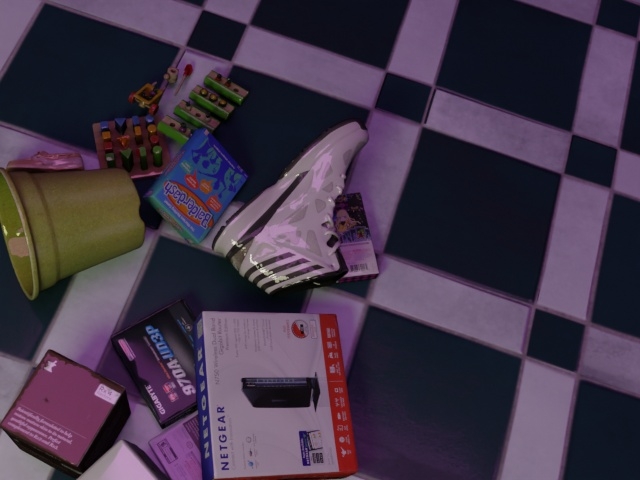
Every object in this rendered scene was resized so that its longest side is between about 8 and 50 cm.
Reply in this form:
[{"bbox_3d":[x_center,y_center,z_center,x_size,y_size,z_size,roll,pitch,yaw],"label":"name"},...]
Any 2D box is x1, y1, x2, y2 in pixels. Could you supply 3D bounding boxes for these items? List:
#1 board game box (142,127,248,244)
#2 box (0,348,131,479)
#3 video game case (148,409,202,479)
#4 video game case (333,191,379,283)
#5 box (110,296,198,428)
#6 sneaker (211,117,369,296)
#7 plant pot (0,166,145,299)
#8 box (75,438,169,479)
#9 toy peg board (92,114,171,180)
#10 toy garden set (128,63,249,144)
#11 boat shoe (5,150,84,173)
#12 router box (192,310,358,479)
[{"bbox_3d":[-0.275,-0.121,1.955,0.160,0.047,0.210,48,61,-30],"label":"board game box"},{"bbox_3d":[-0.479,0.341,1.670,0.168,0.203,0.167,26,65,5],"label":"box"},{"bbox_3d":[-0.224,0.439,1.764,0.173,0.022,0.190,-30,72,-20],"label":"video game case"},{"bbox_3d":[0.000,0.000,1.989,0.232,0.042,0.210,-7,66,-12],"label":"video game case"},{"bbox_3d":[-0.307,0.253,1.819,0.175,0.051,0.220,-28,71,-19],"label":"box"},{"bbox_3d":[0.002,-0.051,1.924,0.257,0.169,0.447,44,73,4],"label":"sneaker"},{"bbox_3d":[-0.515,-0.041,1.831,0.253,0.276,0.276,-15,68,-27],"label":"plant pot"},{"bbox_3d":[-0.292,0.552,1.582,0.168,0.215,0.345,-42,76,-14],"label":"box"},{"bbox_3d":[-0.434,-0.226,2.011,0.161,0.079,0.161,-10,67,-13],"label":"toy peg board"},{"bbox_3d":[-0.310,-0.343,2.064,0.203,0.049,0.244,31,50,4],"label":"toy garden set"},{"bbox_3d":[-0.620,-0.172,1.971,0.170,0.063,0.059,-1,62,-19],"label":"boat shoe"},{"bbox_3d":[-0.095,0.315,1.765,0.301,0.082,0.336,3,64,-24],"label":"router box"}]
